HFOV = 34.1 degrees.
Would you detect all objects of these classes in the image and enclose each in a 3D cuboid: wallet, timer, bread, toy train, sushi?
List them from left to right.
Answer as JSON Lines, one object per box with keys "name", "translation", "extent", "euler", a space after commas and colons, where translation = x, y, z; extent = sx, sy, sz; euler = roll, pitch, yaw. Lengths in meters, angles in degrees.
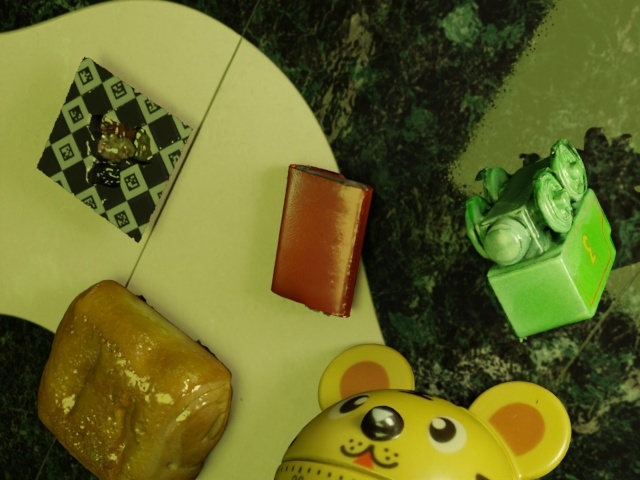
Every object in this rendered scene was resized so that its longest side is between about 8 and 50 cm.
{"name": "sushi", "translation": [-0.328, -0.151, 1.700], "extent": [0.231, 0.047, 0.219], "euler": [35, 112, 14]}
{"name": "bread", "translation": [-0.331, 0.275, 1.741], "extent": [0.337, 0.148, 0.328], "euler": [39, 118, 18]}
{"name": "wallet", "translation": [0.000, 0.000, 1.542], "extent": [0.142, 0.045, 0.204], "euler": [19, 110, 28]}
{"name": "timer", "translation": [0.113, 0.329, 1.411], "extent": [0.376, 0.376, 0.386], "euler": [14, 65, 27]}
{"name": "toy train", "translation": [0.272, -0.007, 1.274], "extent": [0.132, 0.243, 0.188], "euler": [-21, 106, 32]}
